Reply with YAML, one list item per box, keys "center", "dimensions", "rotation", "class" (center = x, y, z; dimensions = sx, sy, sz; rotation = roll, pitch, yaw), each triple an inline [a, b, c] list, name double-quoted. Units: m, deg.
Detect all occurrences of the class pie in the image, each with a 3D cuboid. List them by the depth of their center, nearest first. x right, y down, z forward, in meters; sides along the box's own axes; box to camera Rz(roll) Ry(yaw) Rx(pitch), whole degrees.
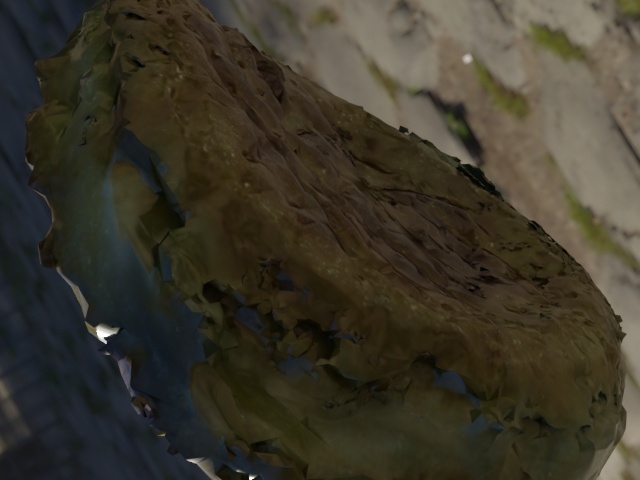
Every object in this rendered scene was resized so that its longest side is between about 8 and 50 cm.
- center: [0.000, 0.000, 0.798]
  dimensions: [0.288, 0.103, 0.355]
  rotation: [30, -157, -25]
  class: "pie"
